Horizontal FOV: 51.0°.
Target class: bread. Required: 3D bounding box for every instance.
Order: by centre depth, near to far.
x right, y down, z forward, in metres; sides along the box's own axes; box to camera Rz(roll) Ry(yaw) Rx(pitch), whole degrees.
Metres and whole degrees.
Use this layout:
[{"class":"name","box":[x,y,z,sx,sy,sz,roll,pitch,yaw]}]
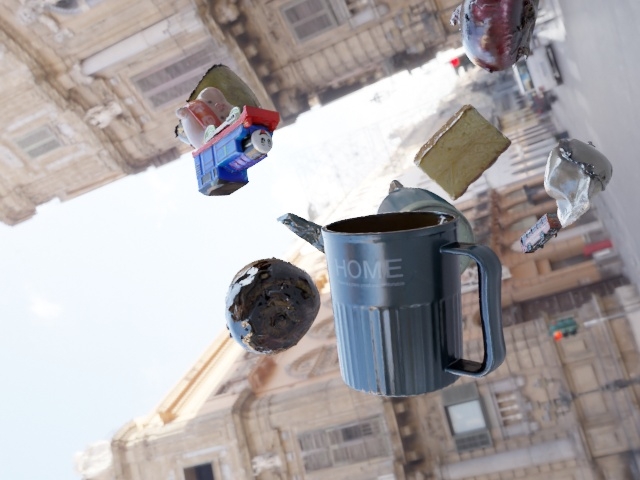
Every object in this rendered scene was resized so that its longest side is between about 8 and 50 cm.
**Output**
[{"class":"bread","box":[0.481,-0.311,2.323,0.207,0.279,0.279,42,-164,-4]}]

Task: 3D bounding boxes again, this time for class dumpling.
[{"class":"dumpling","box":[0.655,-0.162,1.772,0.163,0.204,0.293,37,-146,-13]}]

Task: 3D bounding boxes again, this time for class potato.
[{"class":"potato","box":[-0.273,-0.359,2.086,0.237,0.300,0.289,36,-155,10]}]

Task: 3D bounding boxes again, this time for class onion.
[{"class":"onion","box":[0.471,-0.623,1.838,0.314,0.232,0.313,12,-90,-70]}]

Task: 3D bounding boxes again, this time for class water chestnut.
[{"class":"water chestnut","box":[-0.153,0.188,1.999,0.300,0.300,0.300,54,-155,-40]}]

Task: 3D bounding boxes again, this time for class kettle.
[{"class":"kettle","box":[0.272,-0.005,1.918,0.342,0.247,0.319,-113,6,-68]}]

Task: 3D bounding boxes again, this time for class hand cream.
[{"class":"hand cream","box":[0.000,0.000,1.761,0.248,0.075,0.052,29,-135,-17]}]

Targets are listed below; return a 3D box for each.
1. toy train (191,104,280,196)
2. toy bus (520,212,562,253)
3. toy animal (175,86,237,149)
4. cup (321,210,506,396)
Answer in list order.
[{"class":"toy train","box":[-0.165,-0.176,1.314,0.083,0.204,0.131,4,-110,-41]},{"class":"toy bus","box":[0.427,-0.013,1.306,0.110,0.031,0.043,117,144,-60]},{"class":"toy animal","box":[-0.270,-0.297,1.720,0.198,0.171,0.171,-13,-96,-71]},{"class":"cup","box":[0.165,0.106,1.200,0.242,0.308,0.292,-43,-50,-75]}]
